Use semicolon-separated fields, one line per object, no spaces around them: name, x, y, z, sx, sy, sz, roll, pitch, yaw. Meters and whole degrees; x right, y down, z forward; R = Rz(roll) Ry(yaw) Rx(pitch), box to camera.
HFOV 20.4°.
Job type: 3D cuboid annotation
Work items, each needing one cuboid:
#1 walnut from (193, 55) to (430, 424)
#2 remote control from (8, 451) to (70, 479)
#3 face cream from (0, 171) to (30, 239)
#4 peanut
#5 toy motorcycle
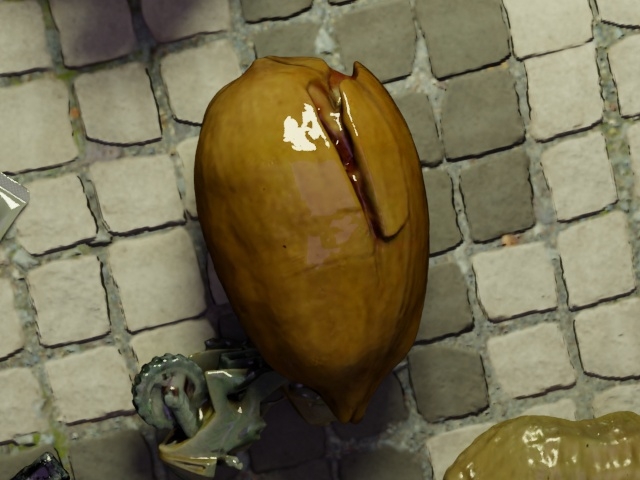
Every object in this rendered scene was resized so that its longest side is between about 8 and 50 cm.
walnut;0.000;0.000;1.573;0.209;0.209;0.336;-10;97;-7
remote control;-0.281;0.240;1.667;0.096;0.014;0.039;-38;101;-2
face cream;-0.368;0.020;1.607;0.114;0.070;0.224;33;80;-12
peanut;0.231;0.256;1.695;0.233;0.110;0.196;4;98;-11
toy motorcycle;-0.064;0.156;1.653;0.229;0.094;0.130;-7;104;-20
